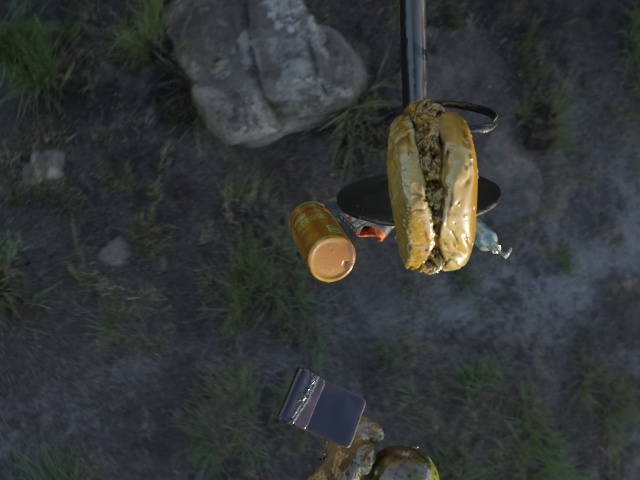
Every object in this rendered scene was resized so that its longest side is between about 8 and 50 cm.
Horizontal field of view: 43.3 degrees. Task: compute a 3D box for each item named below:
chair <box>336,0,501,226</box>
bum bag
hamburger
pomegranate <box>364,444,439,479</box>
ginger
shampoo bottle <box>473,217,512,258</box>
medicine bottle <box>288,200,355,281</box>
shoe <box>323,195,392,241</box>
[{"bbox_3d":[0.116,-0.239,1.030,0.227,0.226,0.400,-17,114,-24],"label":"chair"},{"bbox_3d":[0.006,0.319,1.533,0.159,0.026,0.109,27,68,-13],"label":"bum bag"},{"bbox_3d":[0.103,-0.049,0.748,0.083,0.138,0.147,-4,125,1],"label":"hamburger"},{"bbox_3d":[0.154,0.511,1.637,0.159,0.159,0.205,35,82,-18],"label":"pomegranate"},{"bbox_3d":[0.044,0.445,1.607,0.074,0.137,0.213,58,45,-20],"label":"ginger"},{"bbox_3d":[0.375,-0.014,1.901,0.056,0.195,0.056,-19,133,-21],"label":"shampoo bottle"},{"bbox_3d":[0.000,0.000,1.556,0.096,0.192,0.096,-5,113,-11],"label":"medicine bottle"},{"bbox_3d":[0.084,-0.050,1.903,0.077,0.195,0.074,-63,150,-25],"label":"shoe"}]
